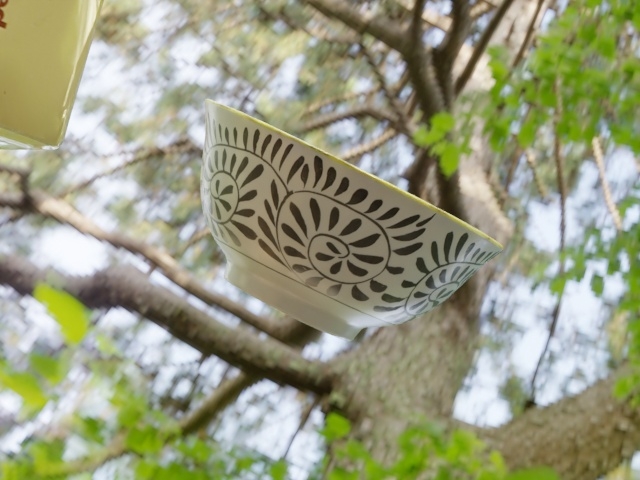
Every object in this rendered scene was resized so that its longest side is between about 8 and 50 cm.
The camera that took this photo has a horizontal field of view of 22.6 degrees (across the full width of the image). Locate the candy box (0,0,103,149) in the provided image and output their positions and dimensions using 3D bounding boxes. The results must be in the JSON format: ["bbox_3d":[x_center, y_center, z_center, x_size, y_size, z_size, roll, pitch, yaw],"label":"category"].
[{"bbox_3d":[-0.171,-0.127,0.502,0.087,0.183,0.316,22,-11,-40],"label":"candy box"}]

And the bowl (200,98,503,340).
[{"bbox_3d":[0.000,0.000,0.816,0.170,0.170,0.080,27,-90,1],"label":"bowl"}]
